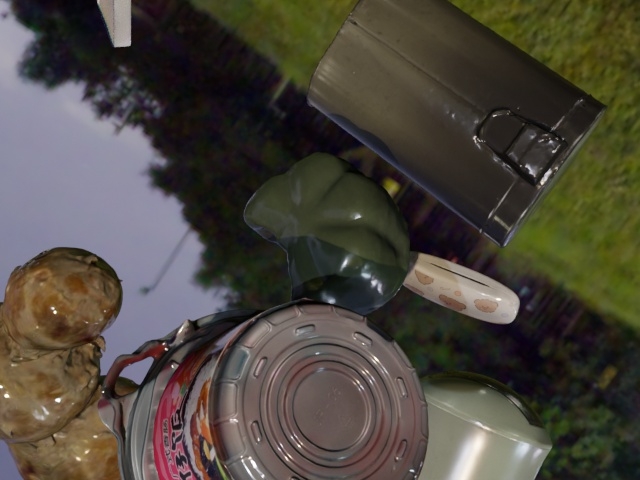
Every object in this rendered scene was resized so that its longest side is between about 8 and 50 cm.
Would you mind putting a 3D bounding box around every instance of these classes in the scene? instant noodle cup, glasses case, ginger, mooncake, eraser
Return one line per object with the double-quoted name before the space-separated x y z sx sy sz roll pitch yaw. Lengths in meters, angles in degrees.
"instant noodle cup" -0.023 0.158 0.887 0.302 0.258 0.181 18 153 -16
"glasses case" 0.173 0.060 1.354 0.164 0.041 0.063 23 149 12
"ginger" -0.300 0.183 1.223 0.176 0.256 0.375 -100 -6 -54
"mooncake" 0.000 0.000 1.066 0.175 0.168 0.104 21 174 34
"eraser" -0.231 -0.307 1.190 0.023 0.150 0.104 -7 -138 -19

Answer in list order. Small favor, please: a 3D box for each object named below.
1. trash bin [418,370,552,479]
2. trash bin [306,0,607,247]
"trash bin" 0.237 0.455 1.966 0.280 0.432 0.280 23 -179 0
"trash bin" 0.154 -0.160 1.258 0.301 0.203 0.252 37 -173 11
